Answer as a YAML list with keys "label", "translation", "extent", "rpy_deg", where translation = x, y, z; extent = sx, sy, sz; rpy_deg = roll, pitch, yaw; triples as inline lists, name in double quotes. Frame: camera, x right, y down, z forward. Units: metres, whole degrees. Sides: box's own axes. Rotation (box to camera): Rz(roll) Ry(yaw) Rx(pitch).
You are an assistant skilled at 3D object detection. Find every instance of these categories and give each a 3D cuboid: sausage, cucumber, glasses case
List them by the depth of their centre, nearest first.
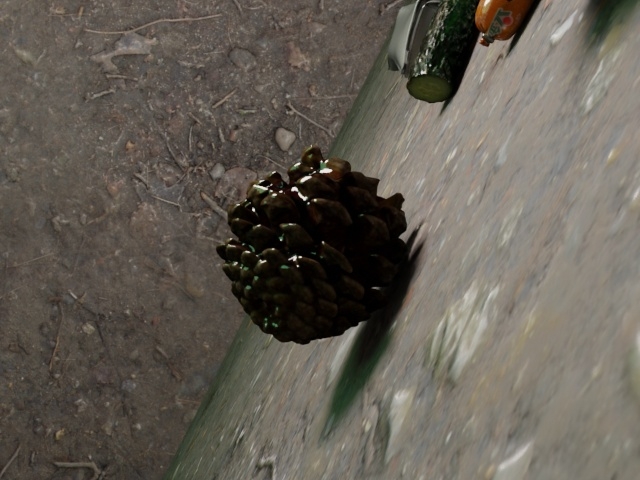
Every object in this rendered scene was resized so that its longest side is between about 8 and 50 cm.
- label: "sausage"
  translation: [0.246, -0.353, 0.997]
  extent: [0.348, 0.053, 0.053]
  rpy_deg: [-63, 5, 8]
- label: "cucumber"
  translation: [0.183, -0.300, 1.323]
  extent: [0.293, 0.067, 0.067]
  rpy_deg: [-66, 5, -33]
- label: "glasses case"
  translation: [0.159, -0.315, 1.560]
  extent: [0.308, 0.083, 0.128]
  rpy_deg: [-88, 19, -78]

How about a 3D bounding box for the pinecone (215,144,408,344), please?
- label: "pinecone"
  translation: [0.002, 0.004, 0.994]
  extent: [0.204, 0.184, 0.179]
  rpy_deg: [-39, -33, -28]
